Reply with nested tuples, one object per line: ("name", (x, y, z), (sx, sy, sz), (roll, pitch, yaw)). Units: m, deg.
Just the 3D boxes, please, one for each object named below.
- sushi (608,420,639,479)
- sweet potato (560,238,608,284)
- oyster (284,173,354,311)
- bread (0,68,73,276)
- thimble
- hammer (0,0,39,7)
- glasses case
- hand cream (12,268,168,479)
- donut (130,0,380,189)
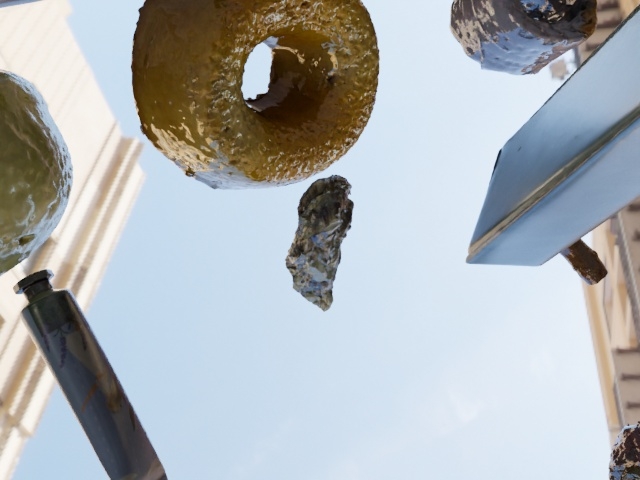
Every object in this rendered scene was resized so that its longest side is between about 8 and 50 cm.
("sushi", (0.564, 0.392, 1.306), (0.161, 0.241, 0.107), (-20, -151, 51))
("sweet potato", (0.459, -0.035, 1.602), (0.059, 0.281, 0.067), (-40, -173, -16))
("oyster", (-0.003, -0.002, 1.541), (0.087, 0.199, 0.252), (32, -84, 34))
("bread", (-0.397, -0.040, 0.770), (0.321, 0.237, 0.320), (-15, -154, 8))
("thimble", (0.240, -0.274, 0.973), (0.151, 0.118, 0.127), (12, -104, -21))
("hammer", (-0.396, -0.313, 1.025), (0.044, 0.168, 0.440), (40, -143, 10))
("glasses case", (0.169, -0.067, 0.437), (0.056, 0.266, 0.105), (26, -117, -5))
("hand cream", (-0.241, 0.156, 0.865), (0.058, 0.091, 0.271), (-31, -94, 14))
("donut", (-0.050, -0.170, 0.837), (0.277, 0.277, 0.108), (-41, -137, -22))
